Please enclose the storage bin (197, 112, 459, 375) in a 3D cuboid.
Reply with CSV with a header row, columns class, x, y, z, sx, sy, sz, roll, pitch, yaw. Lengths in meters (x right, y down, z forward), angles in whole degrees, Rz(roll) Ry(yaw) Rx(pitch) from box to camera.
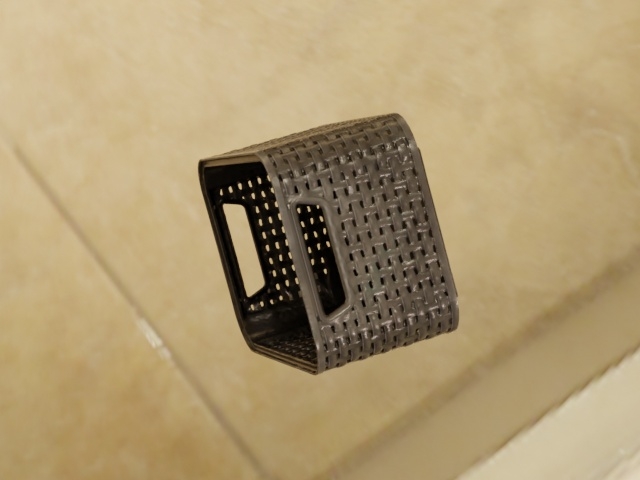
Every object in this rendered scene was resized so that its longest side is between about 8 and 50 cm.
class,x,y,z,sx,sy,sz,roll,pitch,yaw
storage bin,0.000,0.000,0.903,0.084,0.180,0.122,-17,96,-14
